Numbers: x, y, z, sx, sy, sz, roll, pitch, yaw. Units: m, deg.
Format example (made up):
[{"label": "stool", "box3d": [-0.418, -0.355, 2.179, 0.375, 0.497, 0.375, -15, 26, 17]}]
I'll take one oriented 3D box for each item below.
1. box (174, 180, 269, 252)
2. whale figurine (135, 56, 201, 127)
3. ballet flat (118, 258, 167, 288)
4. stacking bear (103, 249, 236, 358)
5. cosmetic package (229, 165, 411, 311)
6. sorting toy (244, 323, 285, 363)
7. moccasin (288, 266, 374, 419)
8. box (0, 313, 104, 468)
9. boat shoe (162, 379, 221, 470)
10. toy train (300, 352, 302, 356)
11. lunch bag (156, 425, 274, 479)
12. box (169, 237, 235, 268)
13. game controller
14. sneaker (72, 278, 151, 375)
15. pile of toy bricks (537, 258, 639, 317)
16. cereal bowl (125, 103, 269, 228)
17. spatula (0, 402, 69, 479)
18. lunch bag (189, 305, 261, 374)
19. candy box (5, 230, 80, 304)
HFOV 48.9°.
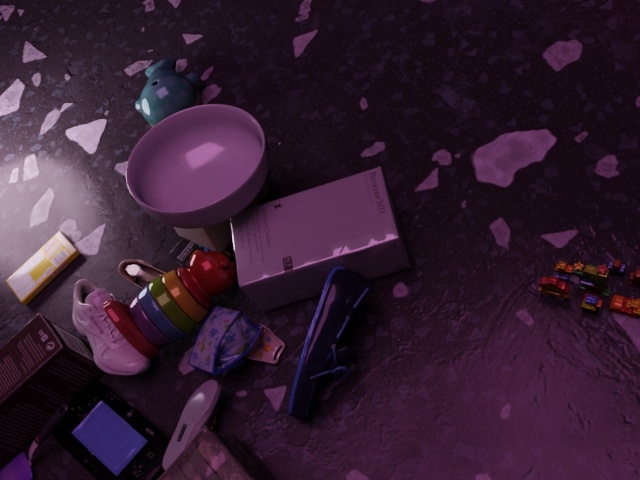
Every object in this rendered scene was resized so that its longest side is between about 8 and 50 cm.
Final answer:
[{"label": "box", "box3d": [-0.266, -0.108, 1.810, 0.149, 0.126, 0.232, 22, 63, 27]}, {"label": "whale figurine", "box3d": [-0.461, -0.452, 2.077, 0.216, 0.141, 0.272, -24, 57, 7]}, {"label": "ballet flat", "box3d": [-0.419, 0.109, 1.795, 0.249, 0.086, 0.086, 22, 72, 28]}, {"label": "stacking bear", "box3d": [-0.330, 0.131, 1.667, 0.289, 0.175, 0.164, -38, 78, -1]}, {"label": "cosmetic package", "box3d": [0.000, 0.000, 1.658, 0.385, 0.156, 0.217, -20, 56, 10]}, {"label": "sorting toy", "box3d": [-0.123, 0.250, 1.638, 0.075, 0.045, 0.083, 22, 74, 21]}, {"label": "moccasin", "box3d": [0.025, 0.228, 1.516, 0.117, 0.138, 0.341, 18, 89, 2]}, {"label": "box", "box3d": [-0.738, 0.377, 1.703, 0.381, 0.191, 0.143, -44, 57, -8]}, {"label": "boat shoe", "box3d": [-0.275, 0.421, 1.582, 0.078, 0.070, 0.219, 13, 72, 49]}, {"label": "toy train", "box3d": [0.015, 0.218, 1.605, 0.158, 0.036, 0.027, -43, 57, -6]}, {"label": "lunch bag", "box3d": [-0.233, 0.567, 1.433, 0.287, 0.169, 0.235, -48, 58, -2]}, {"label": "box", "box3d": [-0.302, 0.033, 1.824, 0.162, 0.029, 0.116, 31, 76, 32]}, {"label": "game controller", "box3d": [-0.486, 0.461, 1.637, 0.319, 0.067, 0.166, 29, 76, 29]}, {"label": "sneaker", "box3d": [-0.527, 0.213, 1.729, 0.114, 0.152, 0.305, -27, 51, -37]}, {"label": "pile of toy bricks", "box3d": [0.564, 0.079, 1.441, 0.212, 0.105, 0.118, 15, 69, 26]}, {"label": "cereal bowl", "box3d": [-0.279, -0.160, 1.682, 0.339, 0.141, 0.338, -6, 55, 8]}, {"label": "spatula", "box3d": [-0.675, 0.492, 1.669, 0.296, 0.030, 0.084, -51, 56, 18]}, {"label": "lunch bag", "box3d": [-0.228, 0.238, 1.624, 0.129, 0.096, 0.151, 0, 49, 56]}, {"label": "candy box", "box3d": [-0.777, 0.076, 1.974, 0.206, 0.027, 0.105, -45, 55, -7]}]
